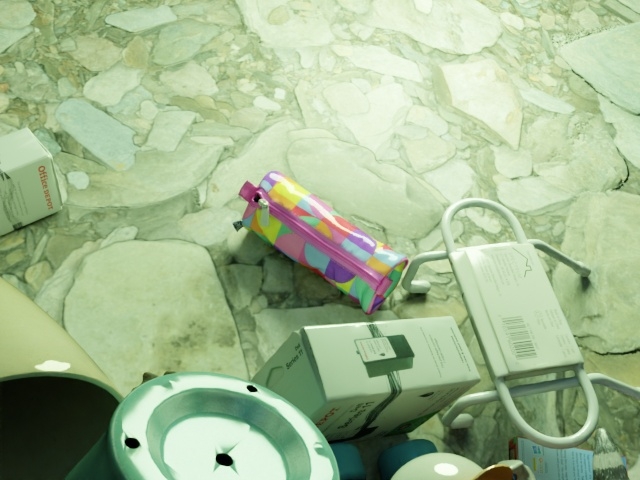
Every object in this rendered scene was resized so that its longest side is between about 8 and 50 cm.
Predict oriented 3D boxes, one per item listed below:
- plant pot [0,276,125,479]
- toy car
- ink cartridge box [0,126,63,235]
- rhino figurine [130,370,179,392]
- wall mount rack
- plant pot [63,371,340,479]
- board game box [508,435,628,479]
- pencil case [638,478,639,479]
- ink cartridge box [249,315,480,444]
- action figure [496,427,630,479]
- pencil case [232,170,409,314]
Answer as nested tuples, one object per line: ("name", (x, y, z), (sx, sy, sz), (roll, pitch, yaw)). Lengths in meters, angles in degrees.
("plant pot", (-0.362, 0.136, 0.699), (0.257, 0.256, 0.274), (-24, 48, -26))
("toy car", (0.117, 0.272, 0.669), (0.211, 0.238, 0.219), (8, 49, -31))
("ink cartridge box", (-0.416, -0.062, 0.888), (0.151, 0.109, 0.063), (-29, 63, -28))
("rhino figurine", (-0.120, 0.238, 0.766), (0.243, 0.073, 0.106), (29, 51, 7))
("wall mount rack", (0.281, 0.109, 0.919), (0.305, 0.130, 0.349), (-6, 57, -12))
("plant pot", (-0.110, 0.261, 0.576), (0.272, 0.255, 0.271), (20, 22, -9))
("board game box", (0.289, 0.371, 0.791), (0.145, 0.027, 0.281), (11, 54, -3))
("pencil case", (0.452, 0.350, 0.811), (0.088, 0.086, 0.206), (8, 47, -49))
("ink cartridge box", (0.044, 0.160, 0.775), (0.209, 0.153, 0.086), (1, 55, -32))
("action figure", (0.358, 0.351, 0.668), (0.342, 0.178, 0.329), (-14, 84, 10))
("pencil case", (0.000, 0.000, 0.943), (0.236, 0.104, 0.104), (33, 55, 11))
